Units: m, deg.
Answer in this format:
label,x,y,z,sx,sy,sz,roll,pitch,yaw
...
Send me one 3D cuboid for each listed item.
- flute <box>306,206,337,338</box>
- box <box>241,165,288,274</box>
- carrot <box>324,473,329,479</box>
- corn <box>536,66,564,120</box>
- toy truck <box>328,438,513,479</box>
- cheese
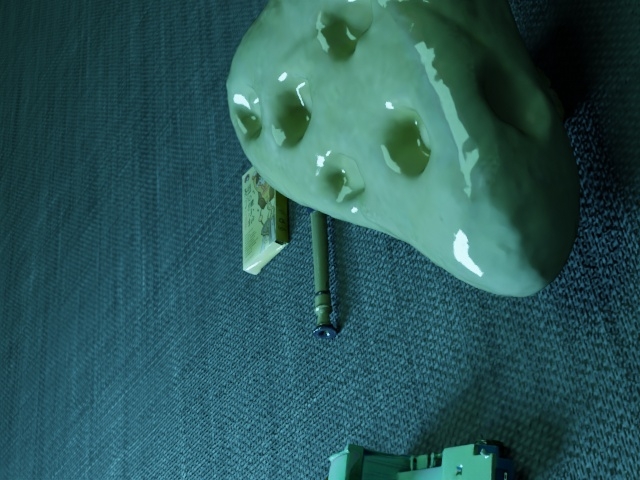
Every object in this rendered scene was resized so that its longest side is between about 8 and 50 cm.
label,x,y,z,sx,sy,sz,roll,pitch,yaw
flute,0.000,0.000,1.251,0.027,0.027,0.233,-42,38,41
box,-0.066,-0.039,1.395,0.073,0.020,0.149,-43,38,40
carrot,0.019,0.284,1.014,0.061,0.061,0.209,-49,30,34
corn,0.138,-0.080,1.025,0.085,0.063,0.165,57,130,19
toy truck,0.074,0.192,0.941,0.175,0.081,0.067,-24,54,53
cheese,0.049,-0.081,0.984,0.328,0.130,0.350,-37,65,50
